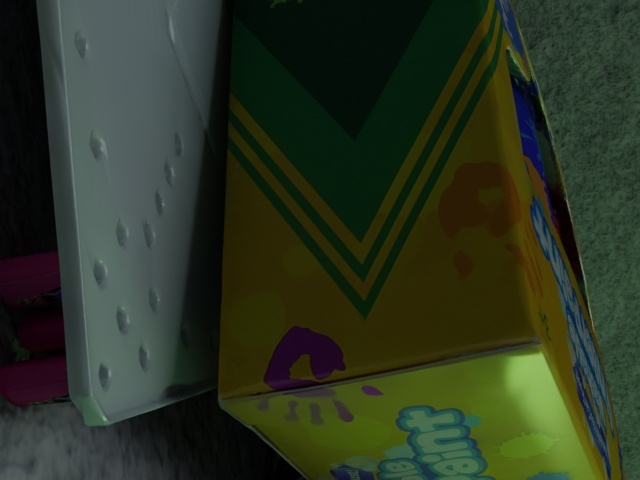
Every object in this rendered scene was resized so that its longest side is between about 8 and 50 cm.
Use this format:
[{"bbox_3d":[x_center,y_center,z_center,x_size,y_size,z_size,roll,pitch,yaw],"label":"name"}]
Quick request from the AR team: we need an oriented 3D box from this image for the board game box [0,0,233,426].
[{"bbox_3d":[-0.086,-0.112,0.591,0.390,0.050,0.390,8,76,-78],"label":"board game box"}]

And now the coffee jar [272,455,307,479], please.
[{"bbox_3d":[0.018,0.156,0.809,0.079,0.096,0.184,46,24,-15],"label":"coffee jar"}]

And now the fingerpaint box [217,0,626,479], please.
[{"bbox_3d":[0.099,0.025,0.707,0.445,0.163,0.371,56,26,-50],"label":"fingerpaint box"}]
